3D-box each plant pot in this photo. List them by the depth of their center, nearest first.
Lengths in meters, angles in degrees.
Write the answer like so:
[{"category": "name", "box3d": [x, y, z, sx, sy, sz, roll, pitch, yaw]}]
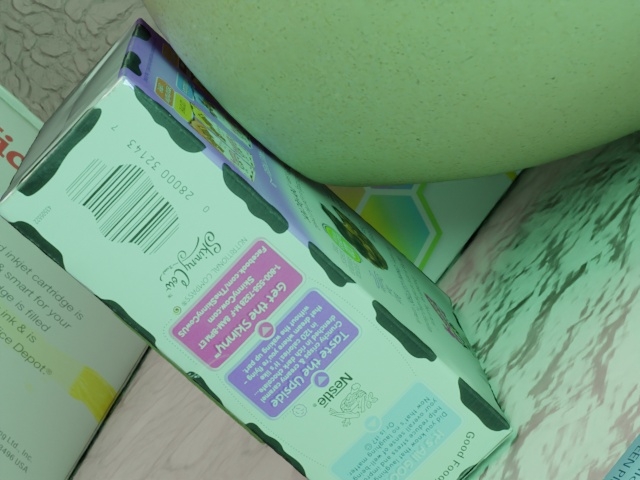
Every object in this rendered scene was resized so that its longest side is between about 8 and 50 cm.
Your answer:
[{"category": "plant pot", "box3d": [0.033, -0.131, 0.630, 0.191, 0.284, 0.284, -41, 15, 14]}]

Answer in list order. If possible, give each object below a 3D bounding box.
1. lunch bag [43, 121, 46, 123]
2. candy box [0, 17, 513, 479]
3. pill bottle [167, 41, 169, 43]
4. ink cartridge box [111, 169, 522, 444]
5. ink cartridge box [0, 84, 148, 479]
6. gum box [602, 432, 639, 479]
[{"category": "lunch bag", "box3d": [-0.288, -0.077, 1.667, 0.279, 0.108, 0.224, -23, 7, -24]}, {"category": "candy box", "box3d": [-0.026, 0.009, 0.617, 0.070, 0.196, 0.165, -46, 13, 8]}, {"category": "pill bottle", "box3d": [-0.018, -0.162, 1.160, 0.160, 0.160, 0.283, -31, 21, 49]}, {"category": "ink cartridge box", "box3d": [0.006, -0.010, 0.762, 0.209, 0.109, 0.062, -51, 13, -14]}, {"category": "ink cartridge box", "box3d": [-0.300, 0.078, 1.099, 0.160, 0.279, 0.384, -37, 16, 40]}, {"category": "gum box", "box3d": [0.102, 0.093, 0.321, 0.157, 0.041, 0.184, -49, 13, -7]}]
